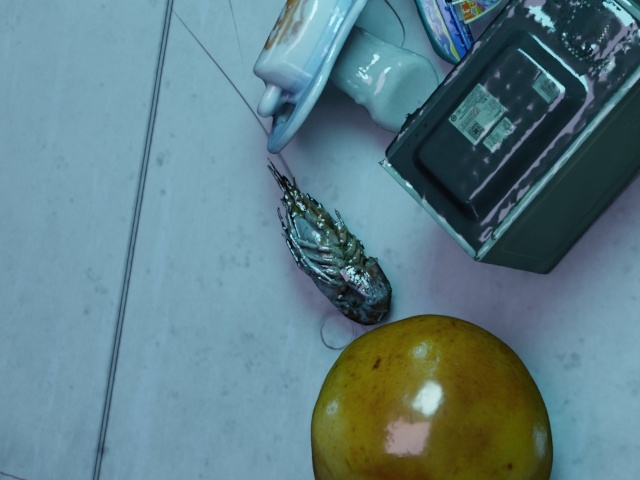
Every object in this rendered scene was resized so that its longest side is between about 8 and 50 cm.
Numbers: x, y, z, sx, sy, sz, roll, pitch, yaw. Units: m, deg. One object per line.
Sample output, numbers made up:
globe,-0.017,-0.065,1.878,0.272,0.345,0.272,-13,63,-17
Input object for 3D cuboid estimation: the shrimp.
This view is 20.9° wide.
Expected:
shrimp,0.000,0.000,1.989,0.233,0.090,0.079,54,139,11

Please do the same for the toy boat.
toy boat,0.164,-0.269,1.959,0.110,0.091,0.175,-21,78,13

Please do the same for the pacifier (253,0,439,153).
pacifier,0.042,-0.205,1.979,0.207,0.227,0.279,27,91,-7

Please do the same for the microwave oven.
microwave oven,0.238,-0.135,1.823,0.295,0.237,0.181,-50,65,15

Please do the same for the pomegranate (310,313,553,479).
pomegranate,0.114,0.216,1.810,0.264,0.264,0.264,-4,80,24
